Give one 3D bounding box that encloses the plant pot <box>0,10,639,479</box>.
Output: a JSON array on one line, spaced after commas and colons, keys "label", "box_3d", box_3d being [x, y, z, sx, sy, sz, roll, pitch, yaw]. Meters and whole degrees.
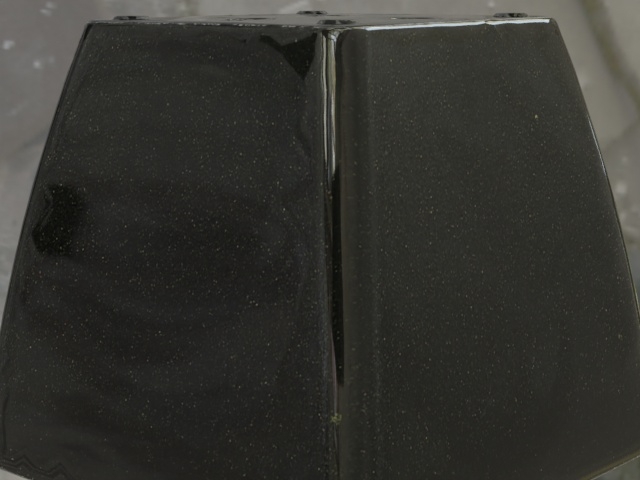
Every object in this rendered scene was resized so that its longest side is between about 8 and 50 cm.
[{"label": "plant pot", "box_3d": [0.000, 0.000, 0.532, 0.188, 0.187, 0.167, -13, 106, -47]}]
